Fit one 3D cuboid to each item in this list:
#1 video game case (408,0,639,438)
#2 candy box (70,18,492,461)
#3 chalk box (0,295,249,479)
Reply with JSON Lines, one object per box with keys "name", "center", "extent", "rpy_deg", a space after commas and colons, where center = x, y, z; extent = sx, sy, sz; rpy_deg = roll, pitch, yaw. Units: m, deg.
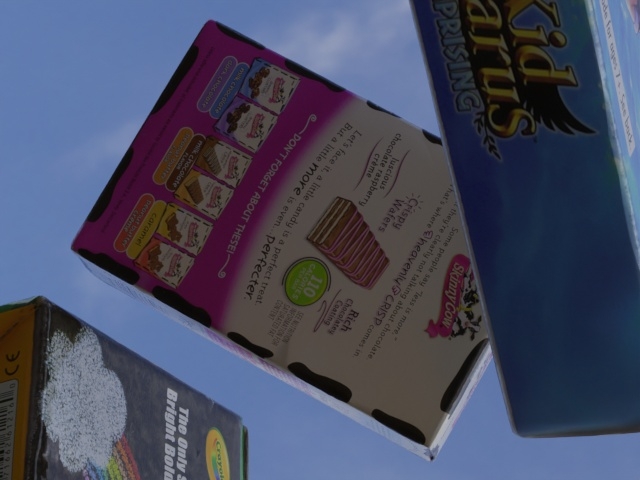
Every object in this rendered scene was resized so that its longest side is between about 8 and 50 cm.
{"name": "video game case", "center": [0.091, -0.111, 0.668], "extent": [0.061, 0.244, 0.269], "rpy_deg": [-5, -61, 20]}
{"name": "candy box", "center": [0.000, 0.000, 1.098], "extent": [0.233, 0.071, 0.159], "rpy_deg": [29, -99, 11]}
{"name": "chalk box", "center": [-0.160, 0.180, 1.180], "extent": [0.179, 0.289, 0.180], "rpy_deg": [-14, -121, 26]}
